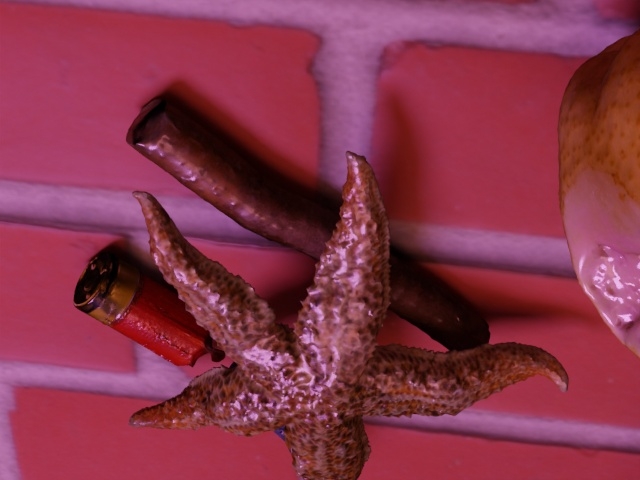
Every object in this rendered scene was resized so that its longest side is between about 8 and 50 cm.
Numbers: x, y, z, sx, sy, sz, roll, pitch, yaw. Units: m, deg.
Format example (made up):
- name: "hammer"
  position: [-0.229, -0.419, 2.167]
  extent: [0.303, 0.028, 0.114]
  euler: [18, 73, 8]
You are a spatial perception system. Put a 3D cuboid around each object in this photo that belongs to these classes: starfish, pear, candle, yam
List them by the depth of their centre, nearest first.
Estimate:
- name: "pear"
  position: [0.267, -0.031, 1.052]
  extent: [0.271, 0.271, 0.271]
  euler: [5, 138, 4]
- name: "yam"
  position: [0.000, 0.000, 1.277]
  extent: [0.327, 0.045, 0.045]
  euler: [34, 162, -26]
- name: "starfish"
  position: [-0.024, 0.090, 1.297]
  extent: [0.358, 0.078, 0.347]
  euler: [33, 132, -28]
- name: "candle"
  position: [-0.126, 0.060, 1.358]
  extent: [0.130, 0.052, 0.052]
  euler: [32, 133, -26]

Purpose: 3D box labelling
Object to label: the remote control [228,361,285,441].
- name: "remote control"
  position: [-0.025, 0.144, 1.453]
  extent: [0.043, 0.027, 0.152]
  euler: [-24, 131, 23]
